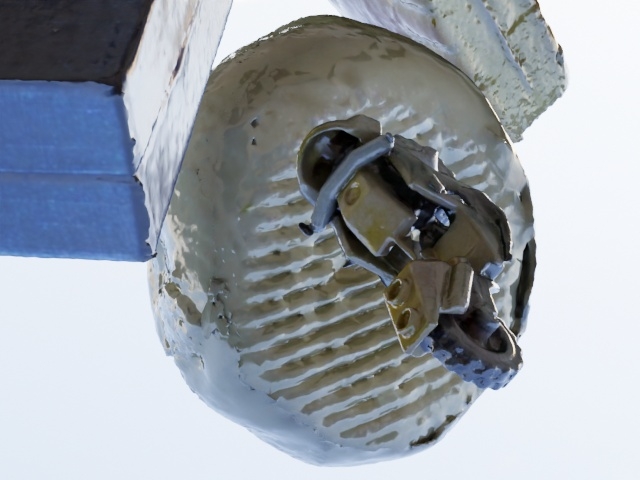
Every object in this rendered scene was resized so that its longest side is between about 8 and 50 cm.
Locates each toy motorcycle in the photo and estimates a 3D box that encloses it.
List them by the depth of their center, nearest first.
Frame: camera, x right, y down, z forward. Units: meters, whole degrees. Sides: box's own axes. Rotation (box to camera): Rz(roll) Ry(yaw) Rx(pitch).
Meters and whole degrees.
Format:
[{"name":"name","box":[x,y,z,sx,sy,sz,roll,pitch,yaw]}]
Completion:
[{"name":"toy motorcycle","box":[0.050,0.000,1.126,0.130,0.094,0.229,28,-152,-29]}]

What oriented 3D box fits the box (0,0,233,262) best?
[{"name":"box","box":[-0.186,-0.120,0.905,0.261,0.116,0.279,1,-138,9]}]

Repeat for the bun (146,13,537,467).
[{"name":"bun","box":[0.000,0.000,1.442,0.359,0.360,0.211,-13,-162,-36]}]

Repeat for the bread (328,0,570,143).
[{"name":"bread","box":[0.097,-0.226,1.734,0.111,0.239,0.246,-47,-135,-9]}]
